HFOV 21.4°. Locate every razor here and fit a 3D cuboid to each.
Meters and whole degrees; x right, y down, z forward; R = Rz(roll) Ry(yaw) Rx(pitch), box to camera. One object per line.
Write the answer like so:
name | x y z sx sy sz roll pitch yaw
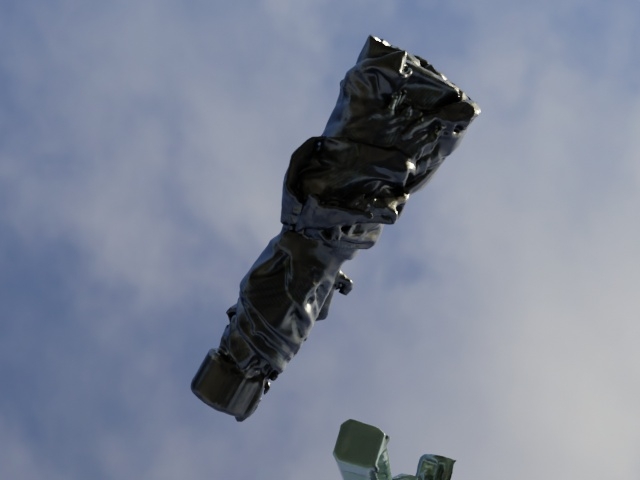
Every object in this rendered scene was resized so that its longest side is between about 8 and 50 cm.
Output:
razor | 0.039 0.168 1.153 0.056 0.278 0.111 14 -107 16

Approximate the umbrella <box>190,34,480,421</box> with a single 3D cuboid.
umbrella | -0.001 0.000 0.908 0.080 0.224 0.071 27 -167 -26
